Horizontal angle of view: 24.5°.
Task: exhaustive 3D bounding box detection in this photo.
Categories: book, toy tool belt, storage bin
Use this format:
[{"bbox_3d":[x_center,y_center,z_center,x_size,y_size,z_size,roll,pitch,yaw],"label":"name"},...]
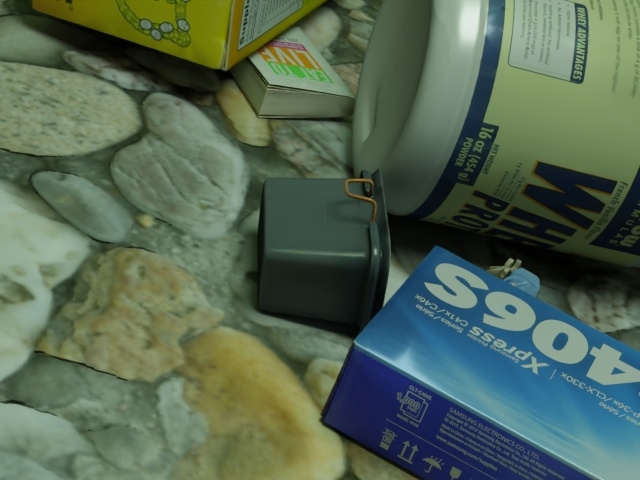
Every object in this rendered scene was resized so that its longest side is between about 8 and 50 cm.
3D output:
[{"bbox_3d":[-0.037,-0.163,1.379,0.096,0.035,0.144,2,33,-30],"label":"book"},{"bbox_3d":[0.152,0.040,1.158,0.052,0.051,0.083,27,32,10],"label":"toy tool belt"},{"bbox_3d":[0.000,0.000,1.103,0.091,0.098,0.135,4,34,-6],"label":"storage bin"}]

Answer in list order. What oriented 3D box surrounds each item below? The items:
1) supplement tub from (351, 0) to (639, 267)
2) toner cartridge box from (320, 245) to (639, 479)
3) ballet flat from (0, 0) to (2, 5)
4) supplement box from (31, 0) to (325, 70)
[{"bbox_3d":[0.211,-0.107,1.241,0.325,0.235,0.235,12,33,-13],"label":"supplement tub"},{"bbox_3d":[0.191,0.141,1.006,0.348,0.075,0.165,28,34,11],"label":"toner cartridge box"},{"bbox_3d":[-0.399,-0.256,1.140,0.147,0.147,0.409,38,23,25],"label":"ballet flat"},{"bbox_3d":[-0.093,-0.321,1.389,0.195,0.194,0.356,19,27,13],"label":"supplement box"}]
